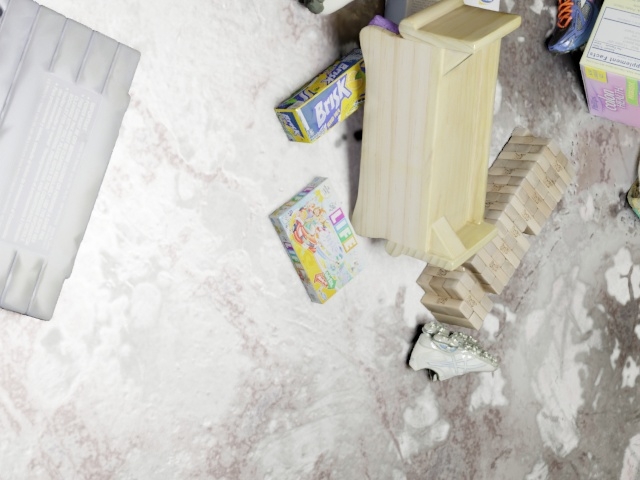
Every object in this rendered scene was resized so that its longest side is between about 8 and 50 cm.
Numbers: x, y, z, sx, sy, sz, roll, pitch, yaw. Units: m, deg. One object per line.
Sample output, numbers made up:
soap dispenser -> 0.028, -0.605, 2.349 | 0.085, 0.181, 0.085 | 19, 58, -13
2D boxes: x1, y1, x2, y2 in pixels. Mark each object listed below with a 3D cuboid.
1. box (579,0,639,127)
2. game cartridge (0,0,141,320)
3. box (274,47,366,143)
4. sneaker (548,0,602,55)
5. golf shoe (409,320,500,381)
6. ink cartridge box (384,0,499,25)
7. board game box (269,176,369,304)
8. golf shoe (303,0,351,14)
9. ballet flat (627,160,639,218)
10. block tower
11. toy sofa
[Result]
box -> 0.530, -0.338, 2.015 | 0.243, 0.117, 0.213 | -67, 159, -9
game cartridge -> -0.364, -0.101, 1.455 | 0.230, 0.068, 0.355 | 24, 82, -41
box -> 0.018, -0.205, 1.736 | 0.169, 0.054, 0.059 | -40, 118, -26
sneaker -> 0.419, -0.400, 2.014 | 0.087, 0.083, 0.221 | 31, 73, -21
golf shoe -> 0.208, 0.188, 1.946 | 0.176, 0.069, 0.086 | 24, 106, -37
ink cartridge box -> 0.182, -0.334, 1.838 | 0.185, 0.065, 0.311 | 2, 98, -36
board game box -> 0.000, 0.000, 1.768 | 0.103, 0.026, 0.154 | -41, 119, -27
golf shoe -> 0.104, -0.382, 1.705 | 0.273, 0.105, 0.120 | -37, 109, -6
ballet flat -> 0.644, -0.186, 2.192 | 0.123, 0.123, 0.349 | 34, 75, -36
block tower -> 0.281, -0.023, 1.941 | 0.091, 0.097, 0.335 | 46, 68, -33
toy sofa -> 0.162, -0.156, 1.750 | 0.150, 0.177, 0.363 | -34, 134, -47
